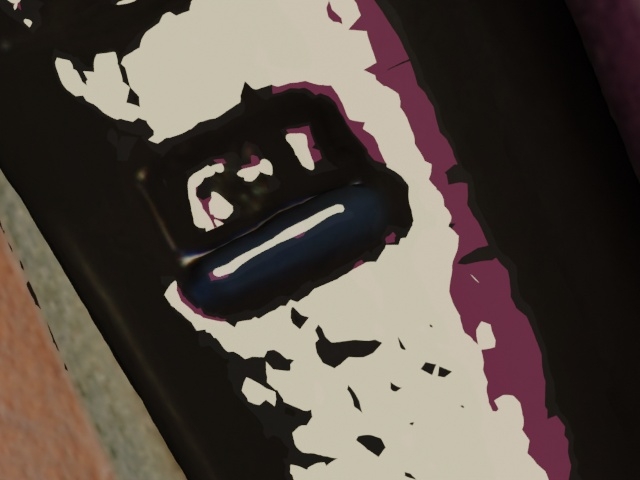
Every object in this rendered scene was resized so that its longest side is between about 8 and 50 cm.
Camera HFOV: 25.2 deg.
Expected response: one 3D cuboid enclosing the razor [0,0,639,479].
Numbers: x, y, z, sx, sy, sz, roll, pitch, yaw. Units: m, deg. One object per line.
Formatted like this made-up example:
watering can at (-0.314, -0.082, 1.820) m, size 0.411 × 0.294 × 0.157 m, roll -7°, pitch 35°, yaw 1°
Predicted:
razor at (0.002, 0.000, 0.436) m, size 0.189 × 0.107 × 0.327 m, roll -22°, pitch 96°, yaw 27°
